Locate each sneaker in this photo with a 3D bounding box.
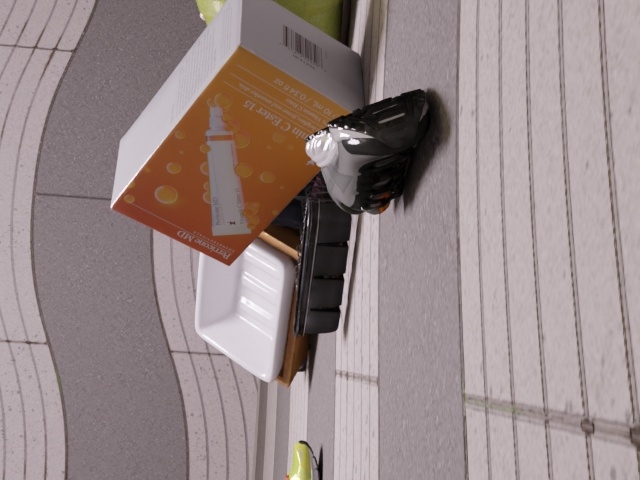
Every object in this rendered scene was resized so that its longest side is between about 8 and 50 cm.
[{"bbox_3d":[0.058,-0.084,1.104,0.271,0.100,0.108,160,90,-80],"label":"sneaker"},{"bbox_3d":[-0.050,-0.091,1.815,0.319,0.112,0.131,-54,-27,-83],"label":"sneaker"},{"bbox_3d":[-0.051,0.418,1.705,0.081,0.094,0.209,141,134,-84],"label":"sneaker"}]

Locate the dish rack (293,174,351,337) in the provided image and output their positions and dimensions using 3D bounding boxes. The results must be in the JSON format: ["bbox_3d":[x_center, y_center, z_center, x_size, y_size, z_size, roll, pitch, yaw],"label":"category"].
[{"bbox_3d":[0.000,0.000,1.615,0.271,0.074,0.208,-98,14,-66],"label":"dish rack"}]

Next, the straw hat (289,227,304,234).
[{"bbox_3d":[-0.036,0.015,1.981,0.061,0.144,0.145,-29,-43,-44],"label":"straw hat"}]

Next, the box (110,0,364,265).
[{"bbox_3d":[-0.124,-0.160,1.583,0.345,0.215,0.168,-46,30,33],"label":"box"}]

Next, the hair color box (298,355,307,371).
[{"bbox_3d":[-0.094,0.187,2.108,0.167,0.093,0.053,-118,30,-49],"label":"hair color box"}]

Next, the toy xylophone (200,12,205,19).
[{"bbox_3d":[-0.107,-0.354,2.055,0.322,0.081,0.236,40,119,31],"label":"toy xylophone"}]

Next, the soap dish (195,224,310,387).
[{"bbox_3d":[-0.110,0.090,1.955,0.118,0.229,0.291,-28,-42,-43],"label":"soap dish"}]

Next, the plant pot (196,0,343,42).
[{"bbox_3d":[-0.070,-0.322,1.793,0.276,0.276,0.254,-99,3,-66],"label":"plant pot"}]
